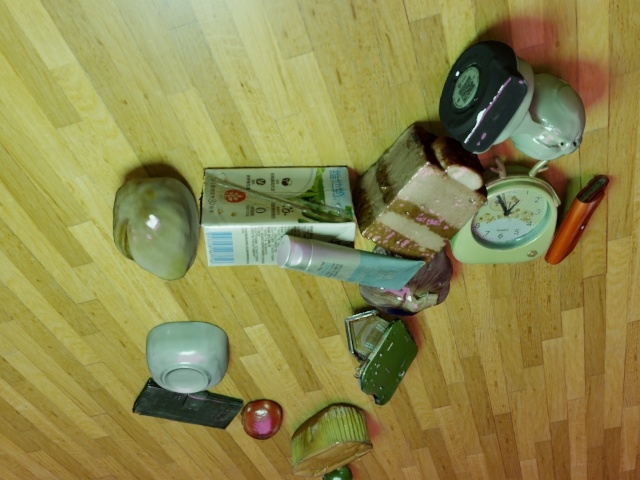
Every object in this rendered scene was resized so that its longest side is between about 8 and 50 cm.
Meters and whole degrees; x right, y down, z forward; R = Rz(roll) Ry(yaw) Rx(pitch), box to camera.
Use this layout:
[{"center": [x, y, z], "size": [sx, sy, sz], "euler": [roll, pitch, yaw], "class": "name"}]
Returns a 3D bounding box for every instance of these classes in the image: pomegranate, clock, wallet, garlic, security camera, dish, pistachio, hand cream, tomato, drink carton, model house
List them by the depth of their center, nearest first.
[{"center": [0.393, -0.259, 1.294], "size": [0.277, 0.191, 0.197], "euler": [14, 126, -21], "class": "security camera"}, {"center": [0.063, 0.055, 1.389], "size": [0.312, 0.070, 0.111], "euler": [12, 135, -22], "class": "hand cream"}, {"center": [-0.095, -0.054, 1.446], "size": [0.324, 0.194, 0.132], "euler": [-2, 136, -3], "class": "drink carton"}, {"center": [-0.364, -0.033, 1.483], "size": [0.166, 0.197, 0.288], "euler": [34, 153, 22], "class": "pistachio"}, {"center": [0.432, -0.077, 1.535], "size": [0.234, 0.096, 0.308], "euler": [-1, 134, -2], "class": "clock"}, {"center": [0.609, -0.046, 1.569], "size": [0.142, 0.045, 0.205], "euler": [-33, 148, -36], "class": "wallet"}, {"center": [0.213, 0.103, 1.647], "size": [0.244, 0.161, 0.245], "euler": [-2, 134, -2], "class": "garlic"}, {"center": [0.134, 0.305, 1.808], "size": [0.153, 0.207, 0.294], "euler": [28, 166, 29], "class": "model house"}, {"center": [-0.376, 0.346, 1.866], "size": [0.256, 0.117, 0.256], "euler": [-3, 134, -3], "class": "dish"}, {"center": [-0.416, 0.523, 2.084], "size": [0.316, 0.044, 0.169], "euler": [19, 128, -23], "class": "wallet"}, {"center": [-0.189, 0.589, 2.135], "size": [0.138, 0.091, 0.159], "euler": [2, 132, -8], "class": "tomato"}, {"center": [0.064, 0.838, 2.391], "size": [0.114, 0.114, 0.142], "euler": [3, 110, -8], "class": "pomegranate"}]

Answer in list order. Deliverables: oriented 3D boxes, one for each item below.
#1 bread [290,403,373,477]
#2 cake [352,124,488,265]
[{"center": [0.023, 0.652, 2.175], "size": [0.204, 0.156, 0.288], "euler": [26, 125, -36], "class": "bread"}, {"center": [0.221, -0.120, 1.415], "size": [0.196, 0.199, 0.293], "euler": [27, 122, -21], "class": "cake"}]
